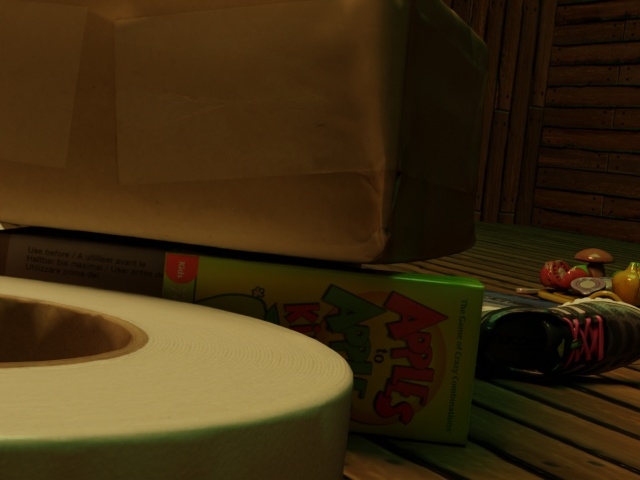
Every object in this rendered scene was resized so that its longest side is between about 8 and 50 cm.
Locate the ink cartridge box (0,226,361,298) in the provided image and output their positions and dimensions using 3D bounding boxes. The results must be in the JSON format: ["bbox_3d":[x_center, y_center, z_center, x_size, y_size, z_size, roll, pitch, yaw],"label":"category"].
[{"bbox_3d":[-0.098,0.043,0.854,0.235,0.088,0.193,7,3,7],"label":"ink cartridge box"}]

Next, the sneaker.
[{"bbox_3d":[0.183,0.079,0.958,0.170,0.063,0.075,1,4,-7],"label":"sneaker"}]

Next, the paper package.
[{"bbox_3d":[-0.069,-0.082,0.821,0.325,0.168,0.309,6,1,17],"label":"paper package"}]

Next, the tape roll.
[{"bbox_3d":[-0.180,0.066,0.520,0.392,0.072,0.392,7,4,0],"label":"tape roll"}]

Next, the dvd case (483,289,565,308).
[{"bbox_3d":[0.174,0.075,1.272,0.180,0.022,0.253,10,5,32],"label":"dvd case"}]

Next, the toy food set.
[{"bbox_3d":[0.345,0.047,1.568,0.128,0.071,0.218,5,4,-22],"label":"toy food set"}]

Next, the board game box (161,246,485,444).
[{"bbox_3d":[-0.002,0.060,0.717,0.181,0.092,0.043,6,4,2],"label":"board game box"}]

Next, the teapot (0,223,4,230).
[{"bbox_3d":[-0.230,-0.056,1.476,0.256,0.187,0.252,-19,-23,15],"label":"teapot"}]
